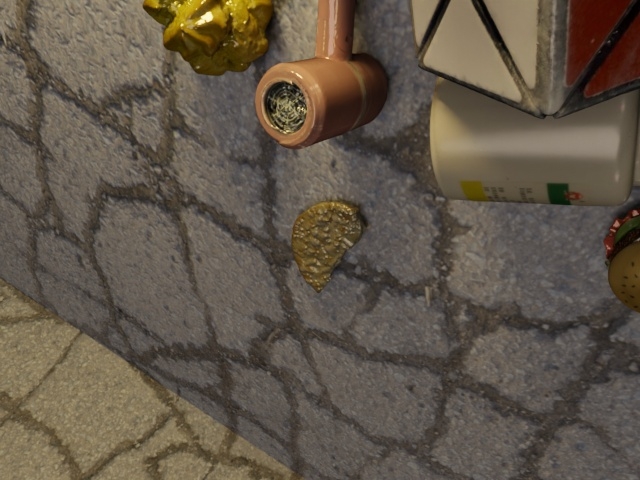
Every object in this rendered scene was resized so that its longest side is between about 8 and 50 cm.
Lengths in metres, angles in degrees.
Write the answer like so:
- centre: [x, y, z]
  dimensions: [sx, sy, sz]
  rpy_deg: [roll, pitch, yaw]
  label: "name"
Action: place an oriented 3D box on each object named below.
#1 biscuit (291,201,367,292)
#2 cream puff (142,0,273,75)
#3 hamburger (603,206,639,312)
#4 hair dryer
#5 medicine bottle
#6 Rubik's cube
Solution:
- centre: [0.001, -0.001, 1.147]
  dimensions: [0.141, 0.038, 0.289]
  rpy_deg: [35, 136, 4]
  label: "biscuit"
- centre: [-0.187, -0.374, 0.846]
  dimensions: [0.221, 0.194, 0.195]
  rpy_deg: [44, 138, -11]
  label: "cream puff"
- centre: [0.508, 0.036, 0.764]
  dimensions: [0.175, 0.137, 0.175]
  rpy_deg: [19, 132, 22]
  label: "hamburger"
- centre: [0.007, -0.324, 0.756]
  dimensions: [0.125, 0.210, 0.352]
  rpy_deg: [17, 120, 28]
  label: "hair dryer"
- centre: [0.333, -0.148, 0.664]
  dimensions: [0.340, 0.208, 0.208]
  rpy_deg: [6, 129, 30]
  label: "medicine bottle"
- centre: [0.239, -0.299, 0.499]
  dimensions: [0.260, 0.259, 0.254]
  rpy_deg: [-130, 22, -54]
  label: "Rubik's cube"
